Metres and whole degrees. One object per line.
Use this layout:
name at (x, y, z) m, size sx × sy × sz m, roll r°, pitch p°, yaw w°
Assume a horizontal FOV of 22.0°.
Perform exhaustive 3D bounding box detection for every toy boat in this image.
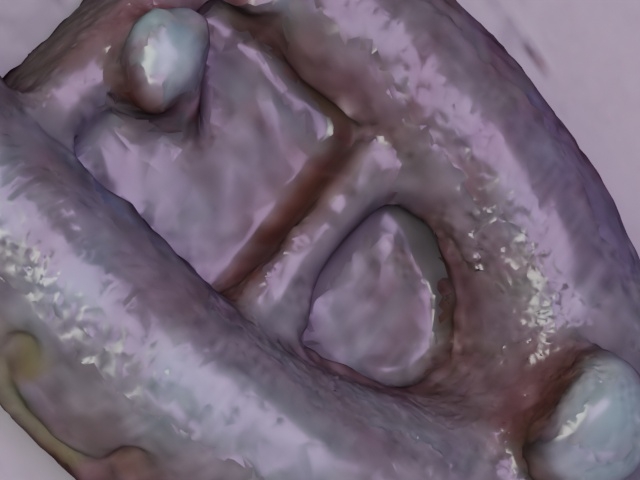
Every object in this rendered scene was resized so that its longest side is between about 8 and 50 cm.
toy boat at (0.000, 0.000, 0.393) m, size 0.227 × 0.085 × 0.155 m, roll 46°, pitch 64°, yaw -15°
